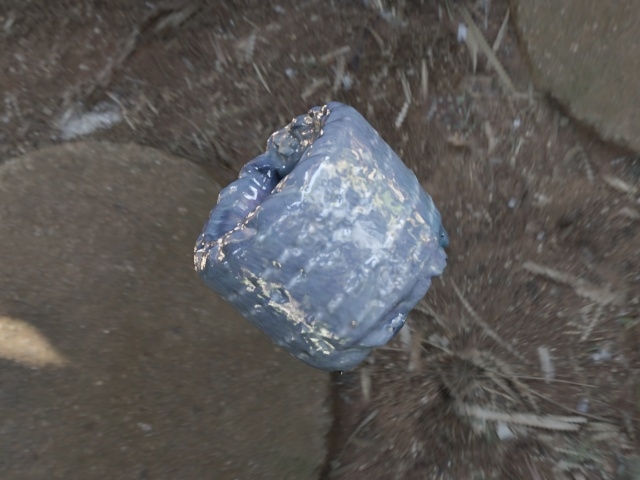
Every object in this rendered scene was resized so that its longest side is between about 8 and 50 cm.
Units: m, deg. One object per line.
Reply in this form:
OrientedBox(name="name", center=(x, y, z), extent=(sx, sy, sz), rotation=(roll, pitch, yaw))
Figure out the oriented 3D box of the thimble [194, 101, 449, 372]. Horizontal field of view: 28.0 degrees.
OrientedBox(name="thimble", center=(0.000, 0.000, 1.162), extent=(0.172, 0.236, 0.205), rotation=(45, 80, -15))
